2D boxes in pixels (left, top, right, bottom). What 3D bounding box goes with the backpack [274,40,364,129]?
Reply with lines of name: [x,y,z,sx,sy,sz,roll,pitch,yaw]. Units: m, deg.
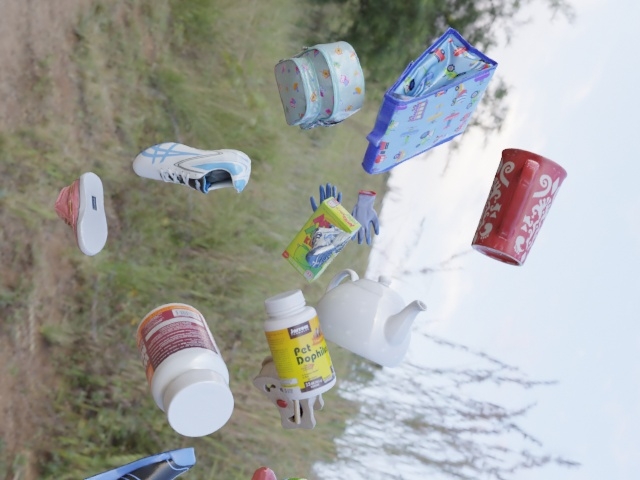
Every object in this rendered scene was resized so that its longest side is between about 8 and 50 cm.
backpack: [0.000,-0.316,1.771,0.188,0.144,0.166,-9,-87,55]

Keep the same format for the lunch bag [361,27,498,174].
lunch bag: [0.199,-0.264,1.791,0.293,0.138,0.221,-39,162,-33]

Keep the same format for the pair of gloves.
pair of gloves: [0.065,-0.071,2.319,0.023,0.198,0.159,-47,145,-62]

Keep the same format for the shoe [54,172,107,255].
shoe: [-0.460,-0.040,1.664,0.081,0.063,0.178,-26,-122,28]

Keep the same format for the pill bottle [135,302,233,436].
pill bottle: [-0.214,0.201,1.370,0.121,0.121,0.221,-65,-151,17]

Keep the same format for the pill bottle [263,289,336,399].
pill bottle: [-0.050,0.217,1.835,0.117,0.117,0.215,-171,-117,-77]

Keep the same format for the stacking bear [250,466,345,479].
stacking bear: [-0.028,0.577,1.855,0.175,0.289,0.164,-18,95,-60]

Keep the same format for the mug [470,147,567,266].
mug: [0.309,-0.058,1.412,0.113,0.150,0.169,19,-97,40]

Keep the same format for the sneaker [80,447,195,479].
sneaker: [-0.297,0.393,1.346,0.090,0.232,0.081,71,-21,9]

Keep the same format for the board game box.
board game box: [0.000,0.000,1.900,0.043,0.092,0.181,-31,164,-53]

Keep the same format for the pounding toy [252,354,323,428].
pounding toy: [-0.096,0.396,2.194,0.155,0.154,0.269,-63,154,-42]

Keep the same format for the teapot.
teapot: [0.107,0.167,2.007,0.252,0.256,0.187,43,71,-79]

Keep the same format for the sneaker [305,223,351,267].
sneaker: [0.002,0.007,1.642,0.135,0.058,0.052,-33,160,-56]

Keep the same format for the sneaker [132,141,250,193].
sneaker: [-0.252,-0.133,1.661,0.085,0.237,0.086,74,22,-55]
